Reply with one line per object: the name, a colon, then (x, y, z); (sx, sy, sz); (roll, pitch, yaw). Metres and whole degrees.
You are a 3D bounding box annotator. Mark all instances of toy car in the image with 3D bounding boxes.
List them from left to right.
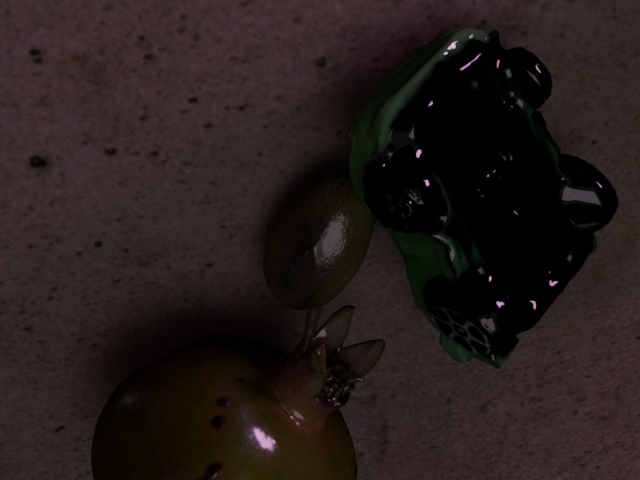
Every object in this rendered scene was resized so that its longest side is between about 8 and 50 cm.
toy car: (0.151, -0.027, 0.946); (0.213, 0.176, 0.358); (-47, 120, -19)

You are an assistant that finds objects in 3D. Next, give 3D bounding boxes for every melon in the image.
melon: (0.000, 0.000, 0.975); (0.099, 0.099, 0.162); (16, 120, -24)

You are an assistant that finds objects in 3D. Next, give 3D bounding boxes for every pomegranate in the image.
pomegranate: (-0.066, 0.227, 1.001); (0.323, 0.291, 0.291); (-20, 129, 20)
